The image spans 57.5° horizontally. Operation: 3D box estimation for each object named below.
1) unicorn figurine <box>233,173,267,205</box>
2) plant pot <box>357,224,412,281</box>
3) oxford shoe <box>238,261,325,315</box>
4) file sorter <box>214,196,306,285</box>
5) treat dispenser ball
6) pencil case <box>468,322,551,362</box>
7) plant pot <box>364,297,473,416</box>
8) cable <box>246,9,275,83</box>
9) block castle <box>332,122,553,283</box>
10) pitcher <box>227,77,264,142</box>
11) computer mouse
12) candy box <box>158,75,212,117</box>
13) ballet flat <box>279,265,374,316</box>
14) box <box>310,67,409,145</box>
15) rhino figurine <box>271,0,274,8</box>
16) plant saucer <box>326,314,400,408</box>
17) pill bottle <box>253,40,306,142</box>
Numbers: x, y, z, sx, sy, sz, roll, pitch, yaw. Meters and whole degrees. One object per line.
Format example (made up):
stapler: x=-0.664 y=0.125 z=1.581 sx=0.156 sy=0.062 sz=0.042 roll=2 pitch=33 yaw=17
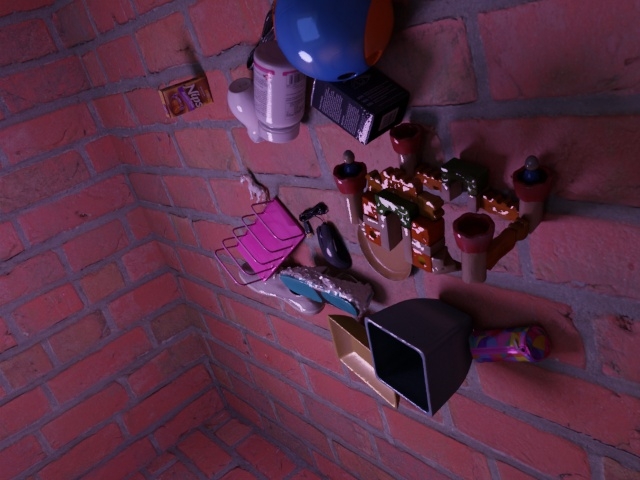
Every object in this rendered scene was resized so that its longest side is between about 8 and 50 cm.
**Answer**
unicorn figurine: x=-0.269 y=-0.207 z=2.350 sx=0.162 sy=0.060 sz=0.111 roll=21 pitch=135 yaw=24
plant pot: x=0.210 y=0.022 z=1.861 sx=0.236 sy=0.032 sz=0.236 roll=37 pitch=143 yaw=35
oxford shoe: x=-0.164 y=0.164 z=2.412 sx=0.449 sy=0.169 sz=0.130 roll=23 pitch=138 yaw=35
file sorter: x=-0.244 y=0.010 z=2.256 sx=0.202 sy=0.182 sz=0.290 roll=50 pitch=119 yaw=15
treat dispenser ball: x=0.030 y=-0.526 z=1.383 sx=0.288 sy=0.288 sz=0.288 roll=36 pitch=143 yaw=34
pencil case: x=0.508 y=0.285 z=1.589 sx=0.104 sy=0.104 sz=0.236 roll=60 pitch=151 yaw=-2
plant pot: x=0.319 y=0.312 z=1.730 sx=0.248 sy=0.252 sz=0.247 roll=27 pitch=137 yaw=49
cable: x=-0.169 y=-0.614 z=1.861 sx=0.139 sy=0.072 sz=0.287 roll=60 pitch=142 yaw=33
block castle: x=0.271 y=-0.121 z=1.380 sx=0.453 sy=0.303 sz=0.212 roll=30 pitch=146 yaw=40
pitcher: x=-0.253 y=-0.468 z=2.024 sx=0.177 sy=0.125 sz=0.207 roll=54 pitch=171 yaw=39
computer mouse: x=0.000 y=0.000 z=2.123 sx=0.184 sy=0.060 sz=0.262 roll=-9 pitch=109 yaw=57
candy box: x=-0.522 y=-0.560 z=2.269 sx=0.053 sy=0.187 sz=0.109 roll=26 pitch=137 yaw=47
ballet flat: x=0.031 y=0.167 z=2.151 sx=0.409 sy=0.147 sz=0.147 roll=19 pitch=132 yaw=39
box: x=0.102 y=-0.373 z=1.537 sx=0.207 sy=0.153 sz=0.108 roll=41 pitch=145 yaw=21
rhino figurine: x=-0.066 y=-0.691 z=1.595 sx=0.106 sy=0.073 sz=0.243 roll=51 pitch=148 yaw=21
plant saucer: x=0.182 y=0.435 z=2.180 sx=0.333 sy=0.081 sz=0.332 roll=37 pitch=155 yaw=34
pill bottle: x=-0.126 y=-0.454 z=1.806 sx=0.160 sy=0.160 sz=0.283 roll=41 pitch=145 yaw=29
